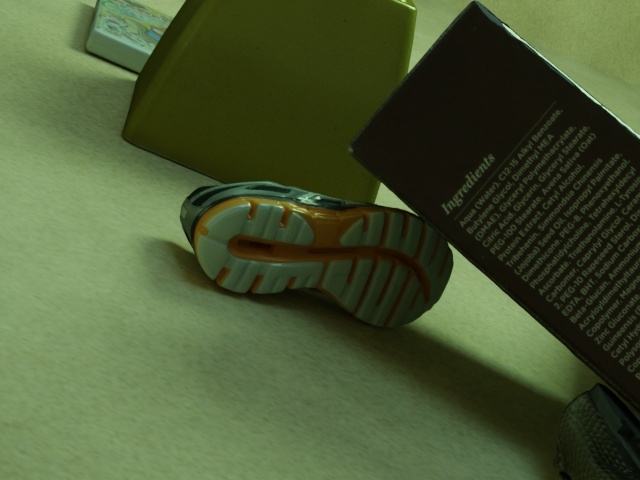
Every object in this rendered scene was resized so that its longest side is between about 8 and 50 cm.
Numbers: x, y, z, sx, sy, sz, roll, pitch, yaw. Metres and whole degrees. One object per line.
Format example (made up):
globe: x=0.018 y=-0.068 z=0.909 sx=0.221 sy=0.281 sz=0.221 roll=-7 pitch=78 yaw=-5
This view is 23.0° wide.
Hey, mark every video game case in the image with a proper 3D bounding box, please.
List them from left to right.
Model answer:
video game case: x=-0.118 y=-0.177 z=1.552 sx=0.227 sy=0.026 sz=0.206 roll=22 pitch=16 yaw=-12

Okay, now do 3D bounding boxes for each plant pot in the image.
plant pot: x=-0.029 y=-0.154 z=1.326 sx=0.212 sy=0.187 sz=0.212 roll=22 pitch=16 yaw=-10

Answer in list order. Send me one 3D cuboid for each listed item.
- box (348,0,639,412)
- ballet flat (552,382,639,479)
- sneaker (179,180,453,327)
box: x=0.214 y=0.021 z=1.054 sx=0.381 sy=0.143 sz=0.191 roll=41 pitch=7 yaw=12
ballet flat: x=0.178 y=0.166 z=0.891 sx=0.084 sy=0.058 sz=0.250 roll=43 pitch=15 yaw=-24
sneaker: x=0.000 y=0.000 z=1.082 sx=0.215 sy=0.084 sz=0.083 roll=15 pitch=12 yaw=-33
